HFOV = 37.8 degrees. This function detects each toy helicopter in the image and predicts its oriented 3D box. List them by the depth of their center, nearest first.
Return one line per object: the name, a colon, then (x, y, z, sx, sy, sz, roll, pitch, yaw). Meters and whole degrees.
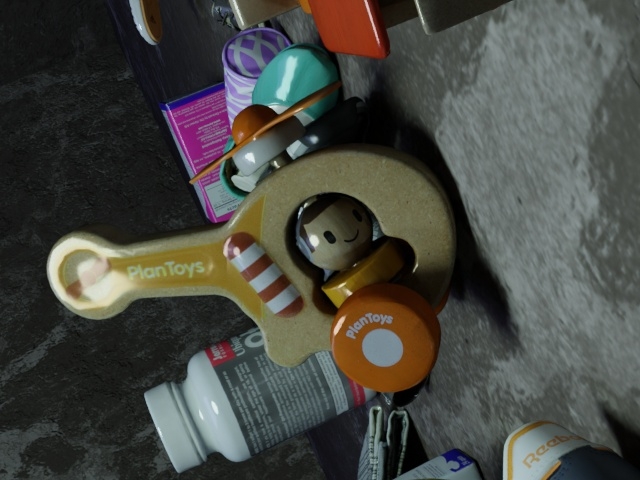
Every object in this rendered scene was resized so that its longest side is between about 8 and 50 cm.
toy helicopter: (-0.067, -0.003, 0.767, 0.140, 0.355, 0.235, -61, -38, -64)

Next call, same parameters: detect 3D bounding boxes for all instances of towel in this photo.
towel: (0.067, 0.413, 1.345, 0.324, 0.056, 0.312, 98, -178, -68)

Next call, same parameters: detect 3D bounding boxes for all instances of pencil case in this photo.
pencil case: (-0.062, -0.147, 1.075, 0.206, 0.086, 0.088, 82, 165, -57)

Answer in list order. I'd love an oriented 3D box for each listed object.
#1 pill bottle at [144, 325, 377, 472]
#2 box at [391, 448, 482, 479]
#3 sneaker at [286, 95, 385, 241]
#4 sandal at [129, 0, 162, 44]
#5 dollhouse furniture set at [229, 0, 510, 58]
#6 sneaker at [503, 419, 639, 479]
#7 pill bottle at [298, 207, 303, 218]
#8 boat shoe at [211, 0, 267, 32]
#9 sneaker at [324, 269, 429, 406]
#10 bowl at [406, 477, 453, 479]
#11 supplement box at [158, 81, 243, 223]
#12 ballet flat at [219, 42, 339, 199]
pill bottle: (-0.091, 0.221, 1.400, 0.176, 0.318, 0.176, 62, 168, 24)
box: (0.124, 0.321, 1.038, 0.072, 0.137, 0.126, -171, 58, -79)
sneaker: (0.035, -0.045, 0.872, 0.132, 0.086, 0.229, 56, 174, 5)
sandal: (-0.260, -0.439, 1.454, 0.102, 0.076, 0.265, -12, -90, -78)
dollhouse furniture set: (-0.020, -0.217, 0.475, 0.262, 0.135, 0.259, 29, 142, 64)
sneaker: (0.179, 0.257, 0.664, 0.127, 0.126, 0.321, 48, 149, 47)
pill bottle: (0.000, 0.000, 1.087, 0.087, 0.087, 0.160, 51, 162, 55)
boat shoe: (-0.105, -0.274, 1.107, 0.152, 0.049, 0.056, 59, 168, 32)
sneaker: (0.065, 0.091, 1.028, 0.118, 0.083, 0.222, 51, 171, 36)
bowl: (0.132, 0.331, 0.883, 0.156, 0.289, 0.289, -37, -72, -56)
supplement box: (-0.178, -0.150, 1.595, 0.111, 0.114, 0.220, -149, 37, -71)
ballet flat: (-0.046, -0.103, 0.956, 0.247, 0.083, 0.087, 134, 153, -62)
